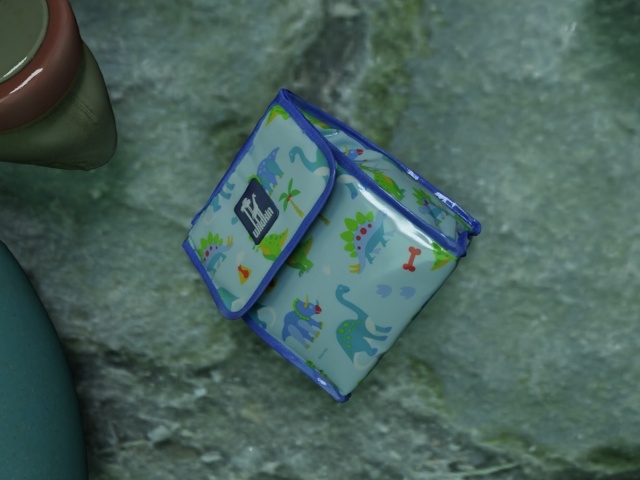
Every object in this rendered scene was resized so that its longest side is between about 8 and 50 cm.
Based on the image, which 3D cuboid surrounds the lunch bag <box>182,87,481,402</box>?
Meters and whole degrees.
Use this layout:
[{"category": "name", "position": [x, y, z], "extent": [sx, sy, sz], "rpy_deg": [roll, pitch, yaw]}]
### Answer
[{"category": "lunch bag", "position": [0.000, 0.000, 0.461], "extent": [0.151, 0.096, 0.129], "rpy_deg": [40, 112, 8]}]

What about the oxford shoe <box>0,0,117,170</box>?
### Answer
[{"category": "oxford shoe", "position": [-0.275, -0.125, 0.436], "extent": [0.348, 0.130, 0.123], "rpy_deg": [28, 74, 16]}]

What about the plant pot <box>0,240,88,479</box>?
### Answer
[{"category": "plant pot", "position": [-0.278, 0.086, 0.448], "extent": [0.290, 0.290, 0.195], "rpy_deg": [1, 73, 7]}]
